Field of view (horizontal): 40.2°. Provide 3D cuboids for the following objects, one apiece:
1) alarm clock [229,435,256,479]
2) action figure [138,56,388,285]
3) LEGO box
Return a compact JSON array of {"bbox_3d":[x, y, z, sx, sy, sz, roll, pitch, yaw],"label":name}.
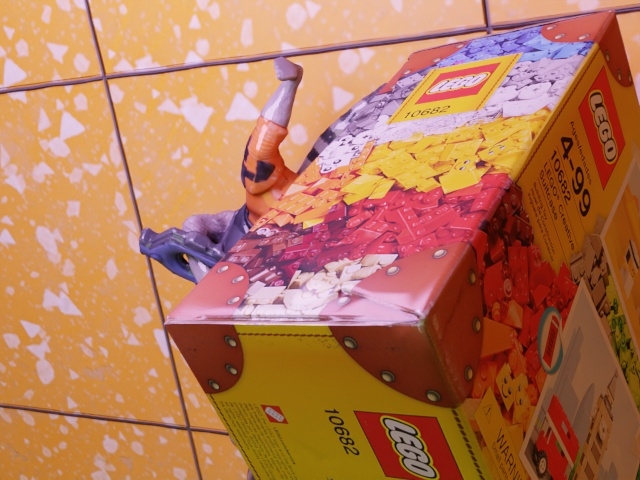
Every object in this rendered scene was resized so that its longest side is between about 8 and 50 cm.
[{"bbox_3d":[-0.048,0.308,1.146,0.192,0.064,0.129,38,123,14],"label":"alarm clock"},{"bbox_3d":[0.000,0.000,0.966,0.341,0.178,0.330,32,132,-11],"label":"action figure"},{"bbox_3d":[0.155,0.138,0.695,0.193,0.372,0.500,-3,124,37],"label":"LEGO box"}]
